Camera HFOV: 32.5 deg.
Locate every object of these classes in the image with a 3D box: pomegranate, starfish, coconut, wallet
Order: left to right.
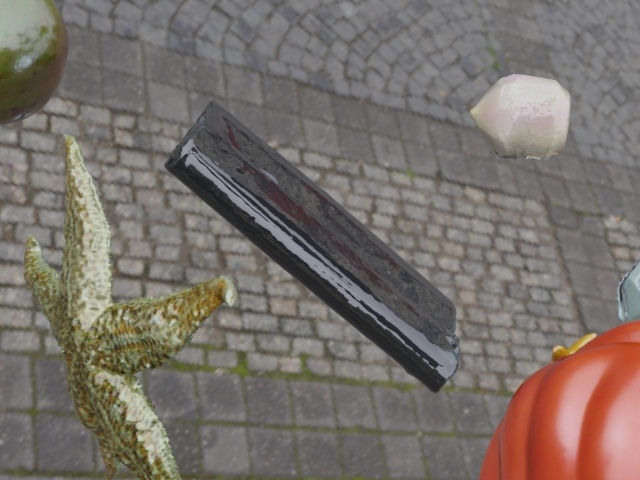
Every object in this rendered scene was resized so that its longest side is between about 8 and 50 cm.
[{"bbox_3d":[-0.380,-0.201,1.200,0.180,0.180,0.210,44,48,-3],"label":"pomegranate"},{"bbox_3d":[-0.204,0.097,1.014,0.078,0.347,0.357,-19,32,-38],"label":"starfish"},{"bbox_3d":[0.001,-0.001,1.305,0.406,0.062,0.228,39,17,-10],"label":"wallet"},{"bbox_3d":[0.250,-0.153,1.384,0.124,0.110,0.110,5,50,8],"label":"coconut"}]

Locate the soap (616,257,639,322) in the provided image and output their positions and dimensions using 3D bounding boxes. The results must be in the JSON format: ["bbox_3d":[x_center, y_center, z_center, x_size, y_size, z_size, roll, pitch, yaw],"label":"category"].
[{"bbox_3d":[0.384,0.007,0.947,0.150,0.094,0.261,42,72,3],"label":"soap"}]

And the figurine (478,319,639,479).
[{"bbox_3d":[0.144,0.184,0.556,0.208,0.181,0.257,-11,109,-14],"label":"figurine"}]
